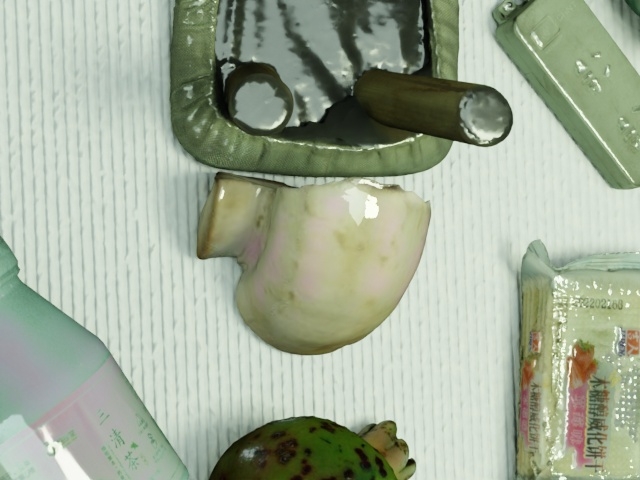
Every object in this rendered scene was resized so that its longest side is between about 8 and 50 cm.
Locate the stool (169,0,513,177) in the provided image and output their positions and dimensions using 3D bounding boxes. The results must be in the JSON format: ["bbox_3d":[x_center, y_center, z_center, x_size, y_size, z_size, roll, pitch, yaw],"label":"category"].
[{"bbox_3d":[0.026,-0.219,1.319,0.310,0.226,0.310,0,90,-18],"label":"stool"}]

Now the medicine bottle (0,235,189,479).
[{"bbox_3d":[-0.290,0.159,1.193,0.245,0.245,0.290,-36,98,-16],"label":"medicine bottle"}]

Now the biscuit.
[{"bbox_3d":[0.286,0.160,1.471,0.186,0.079,0.309,6,85,-19],"label":"biscuit"}]

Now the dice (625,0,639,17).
[{"bbox_3d":[0.486,-0.397,1.424,0.330,0.328,0.348,-18,95,-18],"label":"dice"}]

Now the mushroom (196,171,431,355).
[{"bbox_3d":[0.002,0.026,1.335,0.236,0.162,0.173,8,84,-17],"label":"mushroom"}]

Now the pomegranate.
[{"bbox_3d":[0.005,0.253,1.331,0.248,0.202,0.202,-36,101,-47],"label":"pomegranate"}]

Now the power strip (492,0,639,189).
[{"bbox_3d":[0.279,-0.188,1.493,0.093,0.053,0.288,-43,102,-15],"label":"power strip"}]
